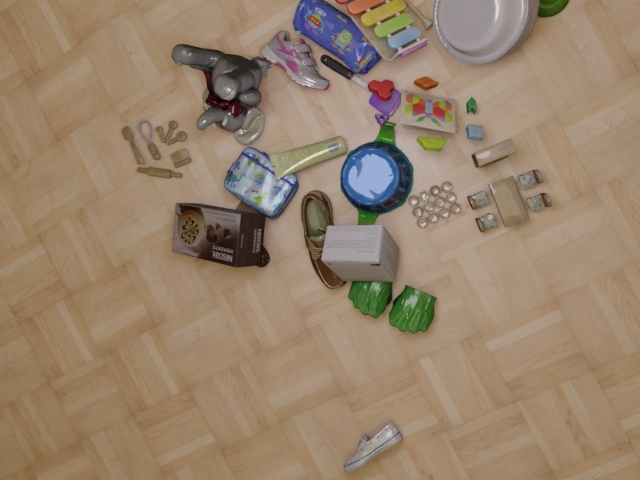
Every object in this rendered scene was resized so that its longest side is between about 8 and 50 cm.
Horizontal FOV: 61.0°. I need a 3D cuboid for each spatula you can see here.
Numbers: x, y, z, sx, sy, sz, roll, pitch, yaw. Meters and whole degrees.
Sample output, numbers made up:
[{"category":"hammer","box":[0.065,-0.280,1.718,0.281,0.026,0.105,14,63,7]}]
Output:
[{"category":"spatula","box":[0.121,-0.503,1.716,0.296,0.030,0.084,36,100,6]}]

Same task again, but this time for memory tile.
[{"category":"memory tile","box":[0.359,-0.114,1.718,0.148,0.012,0.113,-23,91,13]}]

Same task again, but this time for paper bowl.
[{"category":"paper bowl","box":[0.444,-0.640,1.517,0.284,0.148,0.284,23,127,35]}]

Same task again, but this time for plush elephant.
[{"category":"plush elephant","box":[-0.298,-0.445,1.703,0.272,0.330,0.255,36,124,19]}]

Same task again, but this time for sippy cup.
[{"category":"sippy cup","box":[0.161,-0.191,1.641,0.240,0.224,0.305,-22,91,12]}]

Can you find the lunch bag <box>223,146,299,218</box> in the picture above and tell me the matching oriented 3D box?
[{"category":"lunch bag","box":[-0.190,-0.190,1.769,0.219,0.090,0.176,35,87,5]}]

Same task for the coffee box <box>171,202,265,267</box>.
[{"category":"coffee box","box":[-0.331,-0.022,1.753,0.297,0.119,0.168,12,98,33]}]

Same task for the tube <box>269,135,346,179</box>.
[{"category":"tube","box":[-0.038,-0.270,1.727,0.240,0.070,0.062,-19,117,-3]}]

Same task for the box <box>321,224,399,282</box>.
[{"category":"box","box":[0.124,0.042,1.639,0.181,0.182,0.119,0,66,25]}]

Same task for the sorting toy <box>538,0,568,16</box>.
[{"category":"sorting toy","box":[0.678,-0.731,1.540,0.366,0.126,0.127,-35,89,11]}]

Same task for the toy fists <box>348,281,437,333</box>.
[{"category":"toy fists","box":[0.225,0.198,1.733,0.279,0.096,0.142,23,87,9]}]

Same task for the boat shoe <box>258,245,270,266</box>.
[{"category":"boat shoe","box":[-0.244,0.001,1.814,0.073,0.073,0.207,-42,85,15]}]

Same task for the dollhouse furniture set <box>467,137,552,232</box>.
[{"category":"dollhouse furniture set","box":[0.540,-0.162,1.602,0.212,0.161,0.242,-21,91,12]}]

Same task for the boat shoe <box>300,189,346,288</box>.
[{"category":"boat shoe","box":[0.000,0.000,1.742,0.123,0.120,0.324,-17,92,12]}]

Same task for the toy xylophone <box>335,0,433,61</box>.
[{"category":"toy xylophone","box":[0.196,-0.673,1.599,0.236,0.081,0.322,-40,82,-20]}]

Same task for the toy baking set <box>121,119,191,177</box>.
[{"category":"toy baking set","box":[-0.561,-0.315,1.868,0.256,0.030,0.196,4,93,10]}]

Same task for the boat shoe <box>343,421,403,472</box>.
[{"category":"boat shoe","box":[0.163,0.682,1.807,0.226,0.083,0.075,-33,77,1]}]

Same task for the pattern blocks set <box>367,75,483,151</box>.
[{"category":"pattern blocks set","box":[0.317,-0.382,1.608,0.325,0.026,0.285,-3,60,-11]}]

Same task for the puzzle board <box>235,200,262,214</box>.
[{"category":"puzzle board","box":[-0.216,-0.123,1.827,0.096,0.011,0.128,36,100,7]}]

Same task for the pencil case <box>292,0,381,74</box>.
[{"category":"pencil case","box":[0.051,-0.631,1.671,0.306,0.119,0.133,36,100,5]}]

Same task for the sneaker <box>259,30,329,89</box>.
[{"category":"sneaker","box":[-0.067,-0.566,1.701,0.252,0.103,0.111,38,113,4]}]
